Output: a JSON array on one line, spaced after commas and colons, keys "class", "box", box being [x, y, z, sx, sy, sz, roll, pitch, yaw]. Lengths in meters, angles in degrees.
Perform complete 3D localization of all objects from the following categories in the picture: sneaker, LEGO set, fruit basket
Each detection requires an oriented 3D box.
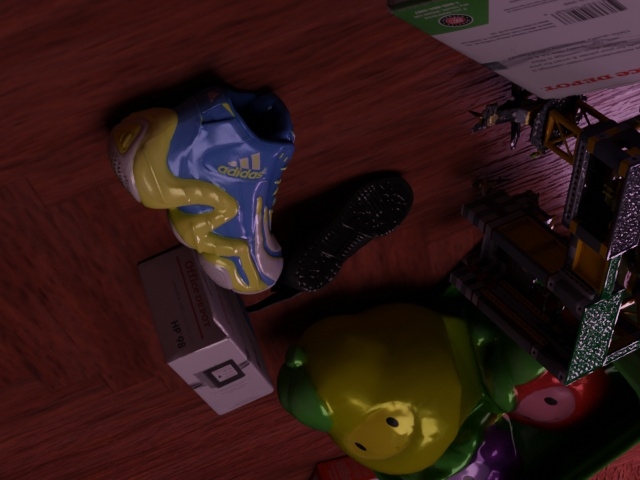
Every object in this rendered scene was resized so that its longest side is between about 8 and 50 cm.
[{"class": "sneaker", "box": [0.002, 0.002, 1.142, 0.170, 0.051, 0.089, -42, -165, -20]}, {"class": "LEGO set", "box": [0.245, -0.047, 1.145, 0.255, 0.192, 0.331, -28, 139, -22]}, {"class": "fruit basket", "box": [0.143, 0.174, 1.348, 0.392, 0.283, 0.392, -33, 164, -11]}, {"class": "sneaker", "box": [-0.057, -0.039, 0.995, 0.126, 0.091, 0.240, -29, 150, 11]}]

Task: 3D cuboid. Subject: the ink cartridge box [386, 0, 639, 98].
[{"class": "ink cartridge box", "box": [0.166, -0.174, 0.873, 0.153, 0.087, 0.208, -8, 164, 37]}]

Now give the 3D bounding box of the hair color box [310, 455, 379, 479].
[{"class": "hair color box", "box": [0.059, 0.317, 1.721, 0.141, 0.043, 0.072, -9, 149, -21]}]

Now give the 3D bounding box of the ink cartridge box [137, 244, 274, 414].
[{"class": "ink cartridge box", "box": [-0.106, 0.072, 1.133, 0.060, 0.104, 0.180, -23, 151, 3]}]
